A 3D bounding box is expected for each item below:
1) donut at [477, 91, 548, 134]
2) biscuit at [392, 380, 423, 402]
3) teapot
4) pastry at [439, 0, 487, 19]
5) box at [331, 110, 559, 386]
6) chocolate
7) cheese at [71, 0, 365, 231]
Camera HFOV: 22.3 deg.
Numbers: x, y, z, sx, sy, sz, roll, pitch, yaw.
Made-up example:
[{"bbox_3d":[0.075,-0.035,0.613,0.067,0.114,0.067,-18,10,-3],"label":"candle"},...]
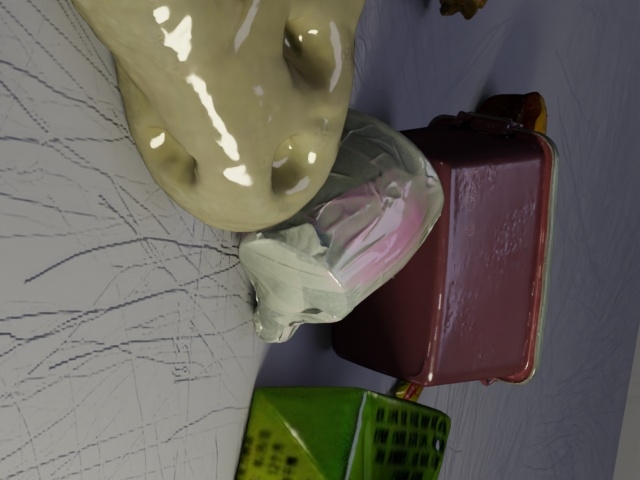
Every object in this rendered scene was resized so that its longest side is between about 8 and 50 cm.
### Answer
[{"bbox_3d":[0.244,-0.113,2.160,0.166,0.073,0.184,25,77,-69],"label":"donut"},{"bbox_3d":[0.147,0.131,2.087,0.048,0.026,0.292,65,36,-25],"label":"biscuit"},{"bbox_3d":[-0.009,-0.010,1.507,0.163,0.222,0.178,45,58,-17],"label":"teapot"},{"bbox_3d":[0.147,-0.335,1.766,0.154,0.102,0.250,-68,161,-1],"label":"pastry"},{"bbox_3d":[0.127,0.015,1.725,0.167,0.193,0.294,-8,106,-44],"label":"box"},{"bbox_3d":[0.011,0.294,1.662,0.301,0.137,0.288,27,74,-67],"label":"chocolate"},{"bbox_3d":[-0.030,-0.206,1.260,0.328,0.130,0.351,-53,145,-24],"label":"cheese"}]
